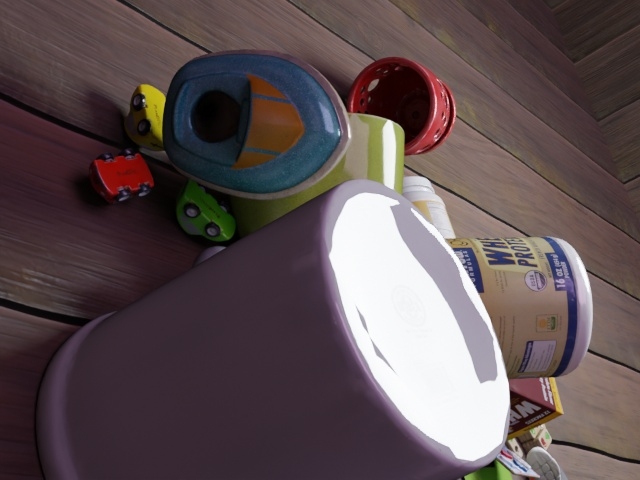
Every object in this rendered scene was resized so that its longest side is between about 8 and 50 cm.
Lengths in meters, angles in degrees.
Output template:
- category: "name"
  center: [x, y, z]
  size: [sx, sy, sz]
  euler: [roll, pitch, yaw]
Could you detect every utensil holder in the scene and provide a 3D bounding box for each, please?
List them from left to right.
- category: "utensil holder"
  center: [-0.046, 0.153, 1.015]
  size: [0.327, 0.385, 0.328]
  euler: [38, 35, -33]

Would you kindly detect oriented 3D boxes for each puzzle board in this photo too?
- category: "puzzle board"
  center: [0.318, 0.370, 1.699]
  size: [0.096, 0.011, 0.128]
  euler: [21, 14, -48]

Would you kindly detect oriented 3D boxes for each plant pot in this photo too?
- category: "plant pot"
  center: [0.000, 0.000, 1.395]
  size: [0.274, 0.274, 0.294]
  euler: [10, 71, -54]
- category: "plant pot"
  center: [0.173, -0.259, 1.934]
  size: [0.174, 0.191, 0.191]
  euler: [1, 63, -61]

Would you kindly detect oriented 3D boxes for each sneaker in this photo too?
- category: "sneaker"
  center: [0.435, 0.446, 1.848]
  size: [0.158, 0.061, 0.065]
  euler: [58, 15, -22]

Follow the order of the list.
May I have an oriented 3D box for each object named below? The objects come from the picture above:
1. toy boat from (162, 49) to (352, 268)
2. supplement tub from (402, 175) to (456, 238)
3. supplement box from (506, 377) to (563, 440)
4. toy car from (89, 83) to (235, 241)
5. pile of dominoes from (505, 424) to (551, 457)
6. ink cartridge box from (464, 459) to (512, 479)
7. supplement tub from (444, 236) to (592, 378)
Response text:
- category: "toy boat"
  center: [-0.097, -0.085, 1.228]
  size: [0.148, 0.267, 0.318]
  euler: [0, 95, -66]
- category: "supplement tub"
  center: [0.169, 0.001, 1.734]
  size: [0.144, 0.144, 0.200]
  euler: [17, 49, -51]
- category: "supplement box"
  center: [0.309, 0.227, 1.740]
  size: [0.194, 0.129, 0.191]
  euler: [26, 43, -34]
- category: "toy car"
  center: [-0.207, -0.074, 1.310]
  size: [0.225, 0.053, 0.239]
  euler: [46, 33, -24]
- category: "pile of dominoes"
  center: [0.372, 0.293, 1.894]
  size: [0.251, 0.040, 0.196]
  euler: [61, 29, 1]
- category: "ink cartridge box"
  center: [0.343, 0.449, 1.648]
  size: [0.188, 0.097, 0.255]
  euler: [16, 52, -52]
- category: "supplement tub"
  center: [0.243, 0.109, 1.539]
  size: [0.316, 0.228, 0.228]
  euler: [-1, 55, -10]
